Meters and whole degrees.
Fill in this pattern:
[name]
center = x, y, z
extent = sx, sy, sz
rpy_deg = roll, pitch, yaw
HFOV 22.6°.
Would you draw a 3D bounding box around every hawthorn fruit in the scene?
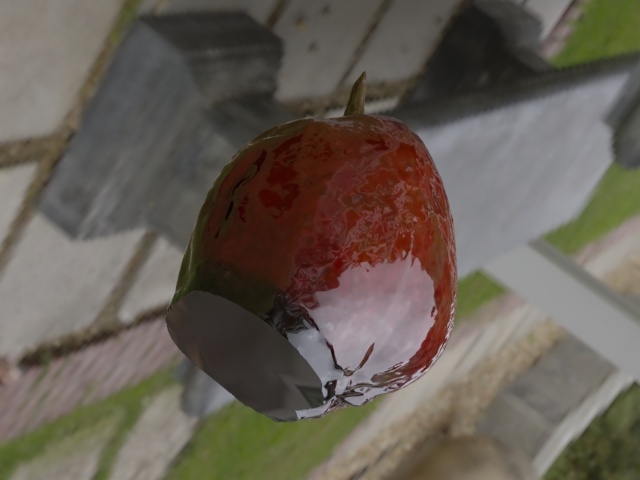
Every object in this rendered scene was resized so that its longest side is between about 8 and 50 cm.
[hawthorn fruit]
center = 0.000, 0.000, 1.072
extent = 0.189, 0.189, 0.251
rpy_deg = 97, 2, -61
